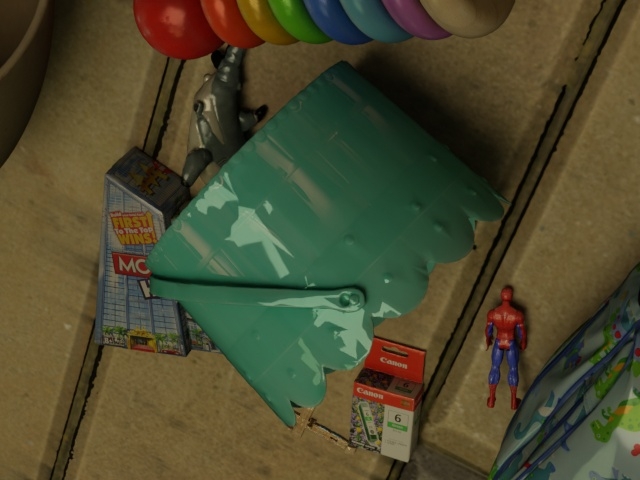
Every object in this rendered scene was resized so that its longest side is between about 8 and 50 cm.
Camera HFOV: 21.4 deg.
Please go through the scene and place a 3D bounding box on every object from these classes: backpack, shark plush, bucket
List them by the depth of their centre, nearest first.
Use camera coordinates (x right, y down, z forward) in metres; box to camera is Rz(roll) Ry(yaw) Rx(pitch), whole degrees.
[{"bbox_3d":[0.000,0.000,1.395,0.183,0.281,0.281,44,127,2],"label":"bucket"},{"bbox_3d":[0.282,0.191,1.407,0.290,0.273,0.355,38,140,-9],"label":"backpack"},{"bbox_3d":[-0.080,-0.114,1.510,0.067,0.073,0.161,9,103,-3],"label":"shark plush"}]

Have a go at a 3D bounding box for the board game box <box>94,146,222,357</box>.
[{"bbox_3d":[-0.131,0.014,1.588,0.194,0.060,0.194,6,122,22],"label":"board game box"}]

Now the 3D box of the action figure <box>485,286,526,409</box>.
[{"bbox_3d":[0.165,0.095,1.518,0.038,0.030,0.115,7,117,15],"label":"action figure"}]

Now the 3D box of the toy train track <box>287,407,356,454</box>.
[{"bbox_3d":[-0.004,0.189,1.663,0.083,0.014,0.048,28,127,7],"label":"toy train track"}]

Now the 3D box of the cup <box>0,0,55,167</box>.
[{"bbox_3d":[-0.380,-0.150,1.478,0.331,0.331,0.237,20,153,13],"label":"cup"}]

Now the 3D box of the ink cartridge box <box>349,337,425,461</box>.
[{"bbox_3d":[0.063,0.150,1.598,0.063,0.029,0.115,15,125,17],"label":"ink cartridge box"}]

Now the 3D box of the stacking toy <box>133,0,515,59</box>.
[{"bbox_3d":[-0.012,-0.206,1.365,0.330,0.141,0.141,-8,116,36],"label":"stacking toy"}]
